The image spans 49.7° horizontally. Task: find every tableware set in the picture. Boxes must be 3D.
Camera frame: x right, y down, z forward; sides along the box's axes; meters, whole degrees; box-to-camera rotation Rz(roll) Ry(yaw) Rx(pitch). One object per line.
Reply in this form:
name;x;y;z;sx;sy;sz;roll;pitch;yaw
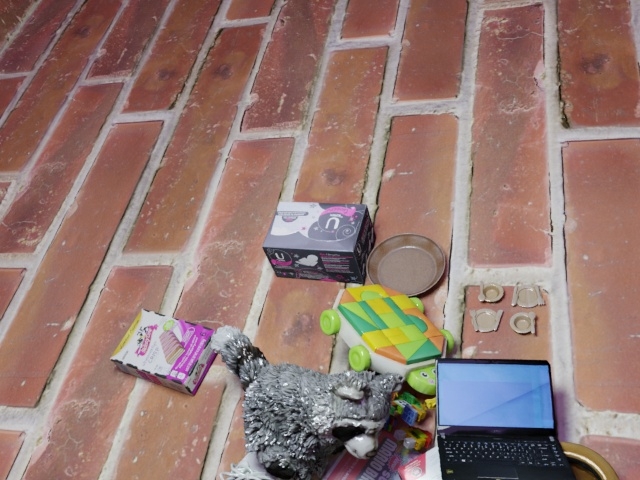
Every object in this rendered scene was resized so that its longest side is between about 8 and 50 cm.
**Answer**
tableware set;0.434;0.156;1.612;0.168;0.020;0.141;2;53;18

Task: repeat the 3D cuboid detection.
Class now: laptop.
laptop;0.338;0.334;1.297;0.234;0.137;0.264;0;12;7

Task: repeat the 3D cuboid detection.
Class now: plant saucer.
plant saucer;0.216;0.068;1.740;0.198;0.036;0.199;-8;51;10

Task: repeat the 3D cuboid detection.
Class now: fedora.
fedora;0.463;0.475;1.299;0.194;0.079;0.194;-14;46;15

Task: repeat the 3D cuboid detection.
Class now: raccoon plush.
raccoon plush;-0.050;0.272;1.396;0.446;0.299;0.216;43;30;17

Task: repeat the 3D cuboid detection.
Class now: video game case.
video game case;0.149;0.515;1.398;0.285;0.025;0.204;26;62;32

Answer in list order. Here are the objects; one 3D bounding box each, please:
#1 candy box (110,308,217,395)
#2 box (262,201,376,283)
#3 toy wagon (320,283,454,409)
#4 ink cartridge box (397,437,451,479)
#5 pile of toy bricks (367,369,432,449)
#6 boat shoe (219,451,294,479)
candy box;-0.384;0.275;1.728;0.233;0.071;0.159;11;56;25
box;0.000;0.000;1.792;0.247;0.142;0.163;4;53;19
toy wagon;0.172;0.221;1.510;0.267;0.068;0.344;-5;36;-35
ink cartridge box;0.247;0.492;1.321;0.127;0.072;0.175;-27;49;-7
pile of toy bricks;0.175;0.349;1.488;0.105;0.118;0.212;5;17;-37
boat shoe;-0.152;0.511;1.403;0.135;0.156;0.367;17;57;27
